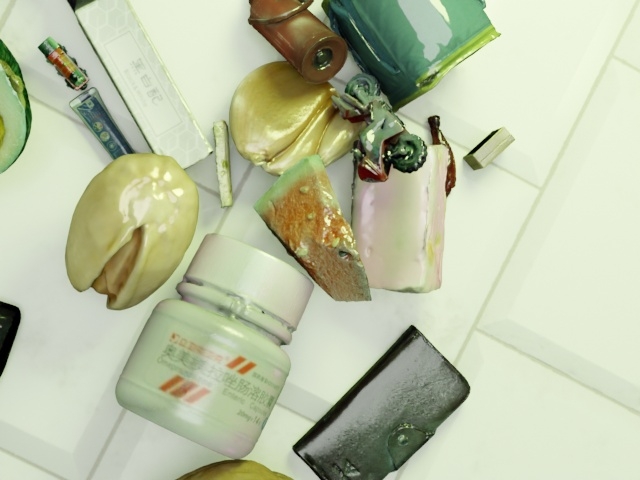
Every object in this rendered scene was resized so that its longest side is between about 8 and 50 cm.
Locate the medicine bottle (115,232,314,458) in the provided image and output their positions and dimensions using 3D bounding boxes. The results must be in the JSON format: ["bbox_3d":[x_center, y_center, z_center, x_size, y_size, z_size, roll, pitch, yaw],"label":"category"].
[{"bbox_3d":[-0.168,0.176,1.805,0.256,0.256,0.325,28,79,-6],"label":"medicine bottle"}]

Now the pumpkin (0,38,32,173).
[{"bbox_3d":[-0.613,-0.234,1.781,0.263,0.197,0.293,-26,101,4],"label":"pumpkin"}]

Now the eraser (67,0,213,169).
[{"bbox_3d":[-0.323,-0.303,1.860,0.096,0.098,0.404,-29,95,-7],"label":"eraser"}]

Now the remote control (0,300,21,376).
[{"bbox_3d":[-0.636,0.285,1.827,0.144,0.062,0.399,21,90,-29],"label":"remote control"}]

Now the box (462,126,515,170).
[{"bbox_3d":[0.306,-0.167,1.945,0.083,0.079,0.035,-43,94,-5],"label":"box"}]

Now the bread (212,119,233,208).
[{"bbox_3d":[-0.171,-0.132,1.894,0.028,0.068,0.154,-5,91,-6],"label":"bread"}]

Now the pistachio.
[{"bbox_3d":[-0.321,-0.011,1.790,0.193,0.214,0.318,29,129,-14],"label":"pistachio"}]

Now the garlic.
[{"bbox_3d":[-0.060,-0.204,1.889,0.228,0.110,0.217,-38,82,-23],"label":"garlic"}]

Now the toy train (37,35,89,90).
[{"bbox_3d":[-0.442,-0.304,1.862,0.044,0.064,0.103,-42,95,-6],"label":"toy train"}]

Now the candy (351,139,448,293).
[{"bbox_3d":[0.137,-0.043,1.884,0.155,0.116,0.265,3,90,20],"label":"candy"}]

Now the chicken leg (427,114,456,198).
[{"bbox_3d":[0.204,-0.121,1.953,0.093,0.053,0.205,22,84,8],"label":"chicken leg"}]

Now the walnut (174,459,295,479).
[{"bbox_3d":[-0.156,0.523,1.799,0.344,0.306,0.306,-34,94,-2],"label":"walnut"}]

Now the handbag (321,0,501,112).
[{"bbox_3d":[0.150,-0.379,1.833,0.222,0.263,0.241,-37,96,-12],"label":"handbag"}]

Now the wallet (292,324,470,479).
[{"bbox_3d":[0.114,0.322,1.946,0.318,0.045,0.172,-44,94,-3],"label":"wallet"}]

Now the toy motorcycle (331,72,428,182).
[{"bbox_3d":[0.088,-0.180,1.808,0.122,0.082,0.213,-37,63,8],"label":"toy motorcycle"}]

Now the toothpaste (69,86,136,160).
[{"bbox_3d":[-0.363,-0.176,1.889,0.057,0.035,0.197,-36,91,-11],"label":"toothpaste"}]

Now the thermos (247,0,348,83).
[{"bbox_3d":[-0.055,-0.367,1.861,0.099,0.124,0.232,-29,52,-18],"label":"thermos"}]

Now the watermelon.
[{"bbox_3d":[0.000,0.000,1.799,0.139,0.193,0.257,-30,55,-3],"label":"watermelon"}]
